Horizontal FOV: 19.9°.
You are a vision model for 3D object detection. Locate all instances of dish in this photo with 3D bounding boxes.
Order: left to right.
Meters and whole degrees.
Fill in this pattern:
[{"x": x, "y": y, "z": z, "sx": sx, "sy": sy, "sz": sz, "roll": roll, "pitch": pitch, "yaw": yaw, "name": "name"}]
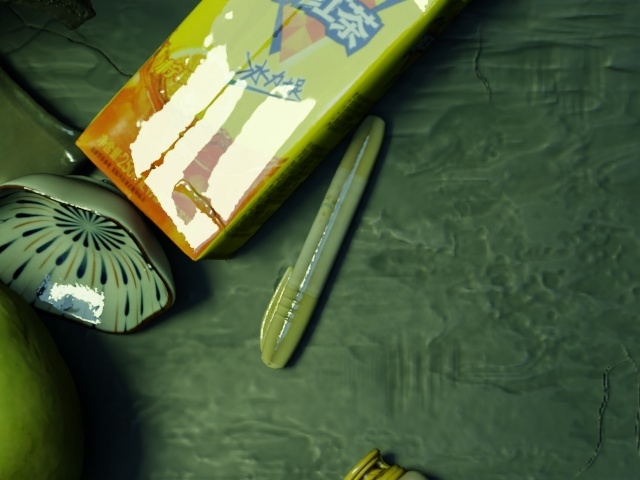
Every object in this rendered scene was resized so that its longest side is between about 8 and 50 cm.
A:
[{"x": -0.202, "y": -0.003, "z": 1.539, "sx": 0.190, "sy": 0.191, "sz": 0.066, "roll": 17, "pitch": 54, "yaw": 9, "name": "dish"}]

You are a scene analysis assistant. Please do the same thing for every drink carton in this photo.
[{"x": -0.023, "y": -0.155, "z": 1.510, "sx": 0.154, "sy": 0.111, "sz": 0.351, "roll": 44, "pitch": 99, "yaw": 7, "name": "drink carton"}]

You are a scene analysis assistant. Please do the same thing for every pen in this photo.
[{"x": 0.000, "y": 0.000, "z": 1.556, "sx": 0.040, "sy": 0.032, "sz": 0.233, "roll": 22, "pitch": 89, "yaw": 32, "name": "pen"}]

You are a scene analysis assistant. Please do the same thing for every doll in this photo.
[{"x": 0.073, "y": 0.238, "z": 1.519, "sx": 0.127, "sy": 0.073, "sz": 0.084, "roll": 43, "pitch": 127, "yaw": 12, "name": "doll"}]

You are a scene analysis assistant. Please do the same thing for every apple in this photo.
[{"x": -0.333, "y": 0.155, "z": 1.468, "sx": 0.292, "sy": 0.254, "sz": 0.292, "roll": 6, "pitch": 71, "yaw": -18, "name": "apple"}]

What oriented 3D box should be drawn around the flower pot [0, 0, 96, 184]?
[{"x": -0.389, "y": -0.152, "z": 1.485, "sx": 0.379, "sy": 0.379, "sz": 0.251, "roll": -35, "pitch": 65, "yaw": 5, "name": "flower pot"}]
